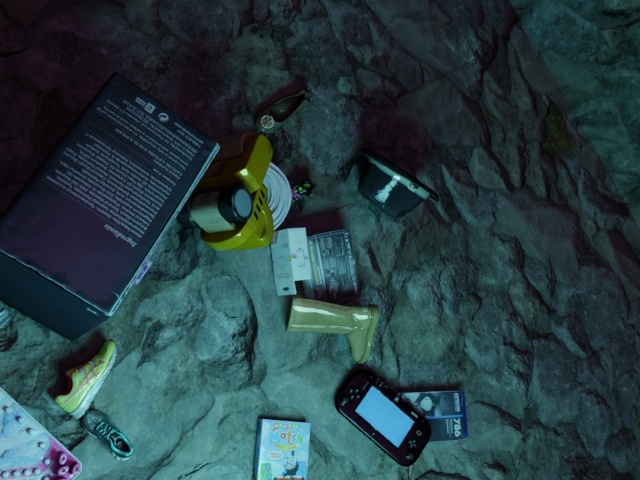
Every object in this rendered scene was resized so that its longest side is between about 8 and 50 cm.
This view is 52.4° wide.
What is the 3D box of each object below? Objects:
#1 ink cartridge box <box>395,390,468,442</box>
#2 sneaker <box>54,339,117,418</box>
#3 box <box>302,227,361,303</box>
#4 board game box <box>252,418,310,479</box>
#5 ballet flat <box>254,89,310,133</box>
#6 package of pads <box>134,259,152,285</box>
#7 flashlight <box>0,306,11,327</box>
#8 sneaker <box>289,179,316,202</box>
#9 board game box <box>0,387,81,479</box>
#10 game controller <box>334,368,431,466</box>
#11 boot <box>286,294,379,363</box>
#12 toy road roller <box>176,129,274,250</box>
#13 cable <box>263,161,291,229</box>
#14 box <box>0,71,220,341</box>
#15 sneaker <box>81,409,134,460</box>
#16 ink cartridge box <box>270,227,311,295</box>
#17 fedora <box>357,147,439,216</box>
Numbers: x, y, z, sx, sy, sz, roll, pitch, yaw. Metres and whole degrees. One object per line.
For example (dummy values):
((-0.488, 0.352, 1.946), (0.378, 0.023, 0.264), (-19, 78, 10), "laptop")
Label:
((0.382, 0.587, 2.175), (0.333, 0.065, 0.165), (5, 74, -31), "ink cartridge box")
((-0.591, 0.336, 1.641), (0.094, 0.081, 0.208), (34, 63, -17), "sneaker")
((0.025, 0.087, 2.072), (0.183, 0.056, 0.231), (-13, 94, -32), "box")
((-0.112, 0.629, 1.877), (0.160, 0.039, 0.211), (13, 70, -28), "board game box")
((-0.118, -0.432, 2.142), (0.250, 0.058, 0.084), (-40, 98, -32), "ballet flat")
((-0.504, 0.078, 1.789), (0.050, 0.032, 0.083), (38, 61, -16), "package of pads")
((-0.865, 0.248, 1.493), (0.304, 0.103, 0.103), (-47, 119, -27), "flashlight")
((-0.082, -0.156, 2.081), (0.170, 0.075, 0.063), (-25, 91, -33), "sneaker")
((-0.814, 0.540, 1.469), (0.390, 0.050, 0.390), (49, 58, -11), "board game box")
((0.196, 0.549, 2.026), (0.319, 0.067, 0.166), (41, 72, -1), "game controller")
((0.026, 0.274, 2.015), (0.269, 0.236, 0.089), (5, 29, -11), "boot")
((-0.231, -0.117, 1.806), (0.240, 0.202, 0.329), (52, 41, -43), "toy road roller")
((-0.218, -0.135, 1.968), (0.257, 0.089, 0.257), (14, 76, -17), "cable")
((-0.537, -0.053, 1.538), (0.297, 0.480, 0.472), (34, 62, -18), "box")
((-0.528, 0.487, 1.640), (0.166, 0.076, 0.065), (47, 58, -12), "sneaker")
((-0.091, 0.065, 1.987), (0.067, 0.115, 0.198), (-4, 86, -35), "ink cartridge box")
((0.236, -0.176, 2.212), (0.334, 0.334, 0.152), (31, 98, -21), "fedora")
